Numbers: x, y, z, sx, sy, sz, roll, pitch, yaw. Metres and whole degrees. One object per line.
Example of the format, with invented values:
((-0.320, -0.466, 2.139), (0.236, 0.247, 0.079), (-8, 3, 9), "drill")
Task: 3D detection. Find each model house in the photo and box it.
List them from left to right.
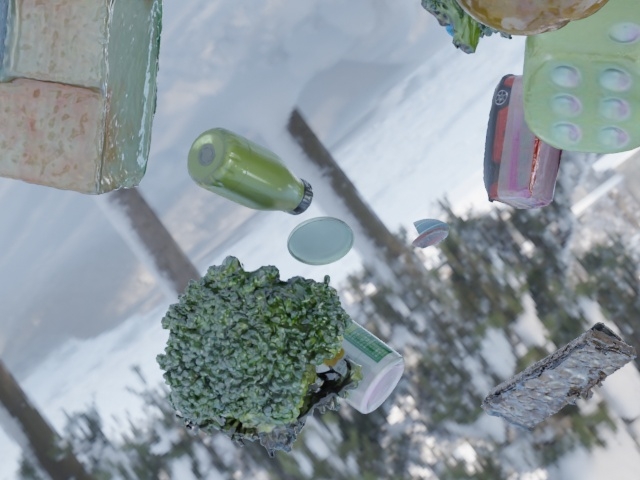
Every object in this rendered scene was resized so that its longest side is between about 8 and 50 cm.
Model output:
((-0.379, -0.227, 1.448), (0.245, 0.280, 0.312), (-44, 142, -76), "model house")

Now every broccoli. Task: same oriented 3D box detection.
((-0.101, 0.196, 1.907), (0.272, 0.324, 0.334), (-6, 107, -51), "broccoli")
((0.270, -0.410, 2.023), (0.155, 0.167, 0.160), (-6, -122, 44), "broccoli")

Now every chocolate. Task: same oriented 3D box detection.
((0.361, 0.210, 1.708), (0.329, 0.102, 0.065), (-51, -166, 57), "chocolate")

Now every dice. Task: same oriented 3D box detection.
((0.521, -0.329, 2.071), (0.252, 0.255, 0.249), (73, 31, -46), "dice")

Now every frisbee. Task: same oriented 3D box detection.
((0.000, 0.000, 1.793), (0.110, 0.014, 0.110), (-6, 136, -6), "frisbee")

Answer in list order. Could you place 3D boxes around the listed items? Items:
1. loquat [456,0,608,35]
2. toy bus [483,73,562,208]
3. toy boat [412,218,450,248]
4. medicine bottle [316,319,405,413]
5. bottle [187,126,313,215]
((0.274, -0.419, 1.481), (0.276, 0.276, 0.283), (-36, 131, -17), "loquat")
((0.454, -0.220, 2.460), (0.147, 0.302, 0.128), (3, 170, 46), "toy bus")
((0.247, -0.031, 2.578), (0.096, 0.034, 0.122), (-23, -151, 3), "toy boat")
((0.018, 0.199, 2.111), (0.133, 0.274, 0.133), (-42, 153, -27), "medicine bottle")
((-0.115, -0.111, 1.977), (0.112, 0.112, 0.260), (-40, 144, 22), "bottle")
